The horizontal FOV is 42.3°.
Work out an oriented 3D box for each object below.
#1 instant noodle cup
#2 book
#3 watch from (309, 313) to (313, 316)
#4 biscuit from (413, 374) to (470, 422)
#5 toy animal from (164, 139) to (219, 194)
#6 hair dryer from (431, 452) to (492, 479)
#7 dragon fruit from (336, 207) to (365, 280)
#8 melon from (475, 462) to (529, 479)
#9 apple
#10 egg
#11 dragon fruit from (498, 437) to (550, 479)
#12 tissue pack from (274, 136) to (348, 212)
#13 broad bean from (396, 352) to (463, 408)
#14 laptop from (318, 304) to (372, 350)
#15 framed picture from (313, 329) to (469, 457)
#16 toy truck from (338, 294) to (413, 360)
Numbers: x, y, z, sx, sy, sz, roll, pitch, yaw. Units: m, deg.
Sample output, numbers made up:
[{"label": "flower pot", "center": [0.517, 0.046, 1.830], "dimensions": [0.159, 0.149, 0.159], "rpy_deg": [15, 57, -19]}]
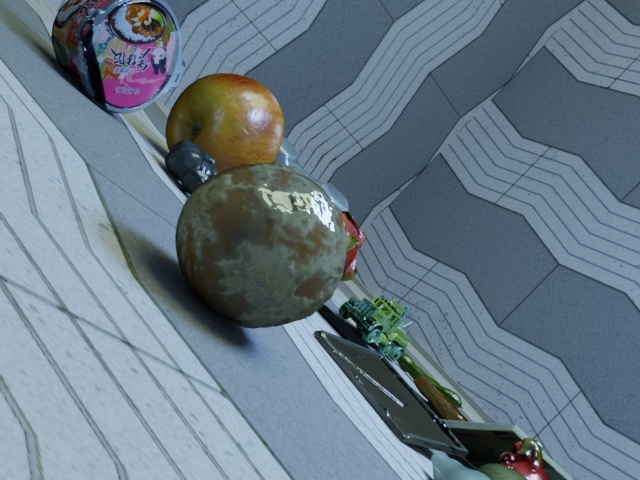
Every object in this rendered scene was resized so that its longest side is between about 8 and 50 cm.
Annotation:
[{"label": "instant noodle cup", "center": [-0.451, -0.419, 1.758], "dimensions": [0.181, 0.258, 0.302], "rpy_deg": [28, -7, 31]}, {"label": "book", "center": [0.377, 0.442, 1.657], "dimensions": [0.217, 0.021, 0.310], "rpy_deg": [-8, -42, 47]}, {"label": "watch", "center": [-0.072, 0.062, 1.627], "dimensions": [0.195, 0.068, 0.237], "rpy_deg": [42, 6, -4]}, {"label": "biscuit", "center": [0.335, 0.444, 1.984], "dimensions": [0.278, 0.043, 0.301], "rpy_deg": [46, 0, -6]}, {"label": "toy animal", "center": [-0.243, -0.121, 1.706], "dimensions": [0.137, 0.082, 0.269], "rpy_deg": [38, 9, -39]}, {"label": "hair dryer", "center": [0.247, 0.409, 1.145], "dimensions": [0.237, 0.075, 0.206], "rpy_deg": [52, -4, 1]}, {"label": "dragon fruit", "center": [-0.004, 0.001, 2.085], "dimensions": [0.224, 0.224, 0.227], "rpy_deg": [46, 8, 35]}, {"label": "melon", "center": [0.289, 0.406, 1.287], "dimensions": [0.099, 0.099, 0.162], "rpy_deg": [43, -1, -19]}, {"label": "apple", "center": [-0.231, -0.259, 1.958], "dimensions": [0.286, 0.286, 0.233], "rpy_deg": [45, 22, 26]}, {"label": "egg", "center": [-0.073, 0.005, 0.993], "dimensions": [0.203, 0.203, 0.245], "rpy_deg": [45, 9, 29]}, {"label": "dragon fruit", "center": [0.347, 0.430, 1.446], "dimensions": [0.150, 0.208, 0.133], "rpy_deg": [-13, -60, 40]}, {"label": "tissue pack", "center": [-0.104, -0.119, 2.326], "dimensions": [0.333, 0.236, 0.229], "rpy_deg": [43, 11, -10]}, {"label": "broad bean", "center": [0.282, 0.370, 2.211], "dimensions": [0.256, 0.053, 0.052], "rpy_deg": [41, 14, 36]}, {"label": "laptop", "center": [0.054, 0.205, 1.842], "dimensions": [0.197, 0.016, 0.135], "rpy_deg": [44, 3, 26]}, {"label": "framed picture", "center": [0.123, 0.265, 1.449], "dimensions": [0.209, 0.019, 0.281], "rpy_deg": [27, 14, -44]}, {"label": "toy truck", "center": [0.159, 0.205, 2.142], "dimensions": [0.128, 0.135, 0.259], "rpy_deg": [45, 6, 33]}]
